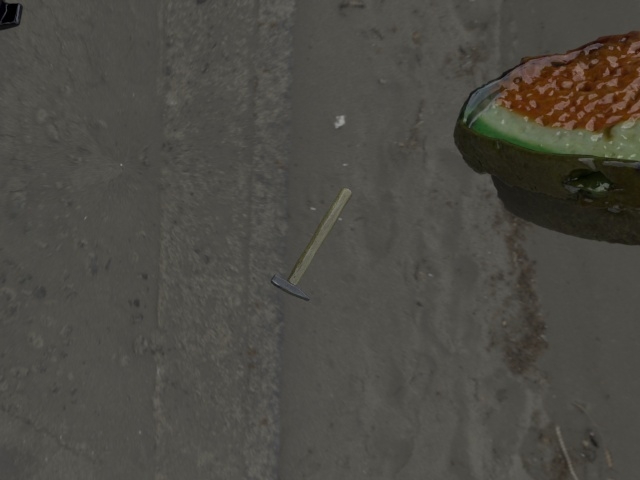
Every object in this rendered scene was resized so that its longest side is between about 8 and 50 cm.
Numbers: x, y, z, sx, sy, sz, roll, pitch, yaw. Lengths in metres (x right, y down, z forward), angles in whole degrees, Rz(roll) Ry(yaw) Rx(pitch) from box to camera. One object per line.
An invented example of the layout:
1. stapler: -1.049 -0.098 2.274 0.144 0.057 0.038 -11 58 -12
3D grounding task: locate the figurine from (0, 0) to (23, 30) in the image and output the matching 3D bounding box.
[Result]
1. figurine: -0.596 -0.353 1.116 0.309 0.308 0.143 -4 95 -14

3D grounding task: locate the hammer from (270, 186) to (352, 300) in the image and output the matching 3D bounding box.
1. hammer: 0.000 0.000 1.117 0.062 0.013 0.198 32 63 0

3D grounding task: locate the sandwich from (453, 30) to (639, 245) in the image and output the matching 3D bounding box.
1. sandwich: 0.257 -0.088 0.597 0.292 0.212 0.109 -9 134 18
